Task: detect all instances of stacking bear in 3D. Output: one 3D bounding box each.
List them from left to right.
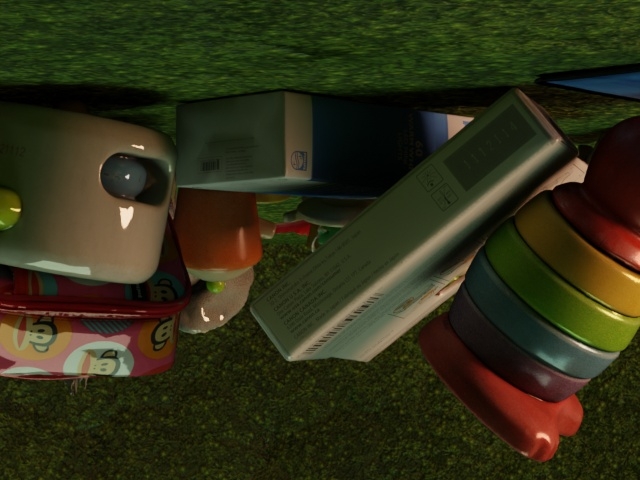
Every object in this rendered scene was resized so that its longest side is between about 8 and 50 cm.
[{"bbox_3d":[0.230,0.021,1.622,0.164,0.289,0.175,40,-163,11],"label":"stacking bear"}]

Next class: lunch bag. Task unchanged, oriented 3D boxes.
[{"bbox_3d":[-0.272,0.011,1.794,0.258,0.120,0.293,2,-146,-20],"label":"lunch bag"}]

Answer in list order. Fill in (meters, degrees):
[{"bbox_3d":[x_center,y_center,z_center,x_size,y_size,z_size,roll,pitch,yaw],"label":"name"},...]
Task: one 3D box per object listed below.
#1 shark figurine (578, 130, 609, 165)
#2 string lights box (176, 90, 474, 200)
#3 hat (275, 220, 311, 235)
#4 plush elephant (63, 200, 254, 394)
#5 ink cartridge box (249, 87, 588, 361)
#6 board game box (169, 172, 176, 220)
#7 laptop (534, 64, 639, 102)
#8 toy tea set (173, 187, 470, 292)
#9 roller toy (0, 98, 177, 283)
[{"bbox_3d":[0.238,-0.060,1.984,0.278,0.116,0.166,-12,137,35],"label":"shark figurine"},{"bbox_3d":[0.009,-0.079,1.682,0.133,0.077,0.259,-3,176,41],"label":"string lights box"},{"bbox_3d":[0.055,-0.053,2.326,0.173,0.208,0.183,-16,131,31],"label":"hat"},{"bbox_3d":[-0.243,0.018,2.289,0.255,0.272,0.330,-35,-146,1],"label":"plush elephant"},{"bbox_3d":[0.100,-0.004,1.678,0.296,0.066,0.261,-39,167,10],"label":"ink cartridge box"},{"bbox_3d":[-0.321,0.010,2.132,0.347,0.208,0.056,-3,173,25],"label":"board game box"},{"bbox_3d":[0.338,-0.061,1.477,0.234,0.264,0.136,2,140,-50],"label":"laptop"},{"bbox_3d":[0.000,0.000,1.904,0.336,0.124,0.200,13,-160,32],"label":"toy tea set"},{"bbox_3d":[-0.222,-0.048,1.598,0.191,0.146,0.209,10,180,-11],"label":"roller toy"}]
